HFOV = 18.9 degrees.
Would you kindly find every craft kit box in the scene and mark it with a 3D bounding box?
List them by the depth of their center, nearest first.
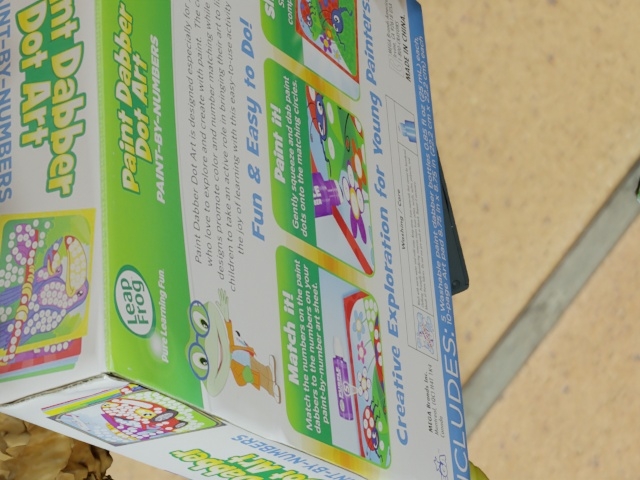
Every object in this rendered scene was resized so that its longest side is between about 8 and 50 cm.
[{"bbox_3d":[-0.030,-0.027,0.741,0.246,0.061,0.250,34,46,-54],"label":"craft kit box"}]

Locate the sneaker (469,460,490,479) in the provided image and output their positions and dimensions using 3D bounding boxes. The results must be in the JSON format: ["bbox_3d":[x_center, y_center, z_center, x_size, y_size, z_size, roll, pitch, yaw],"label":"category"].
[{"bbox_3d":[-0.027,0.217,0.856,0.123,0.109,0.295,26,83,-2],"label":"sneaker"}]

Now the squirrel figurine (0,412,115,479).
[{"bbox_3d":[-0.198,0.135,0.637,0.370,0.281,0.397,43,71,-24],"label":"squirrel figurine"}]

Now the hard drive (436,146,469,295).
[{"bbox_3d":[0.000,0.000,0.886,0.135,0.022,0.094,-20,103,-27],"label":"hard drive"}]

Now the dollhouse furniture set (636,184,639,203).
[{"bbox_3d":[0.335,-0.091,0.998,0.301,0.151,0.197,5,91,-30],"label":"dollhouse furniture set"}]
